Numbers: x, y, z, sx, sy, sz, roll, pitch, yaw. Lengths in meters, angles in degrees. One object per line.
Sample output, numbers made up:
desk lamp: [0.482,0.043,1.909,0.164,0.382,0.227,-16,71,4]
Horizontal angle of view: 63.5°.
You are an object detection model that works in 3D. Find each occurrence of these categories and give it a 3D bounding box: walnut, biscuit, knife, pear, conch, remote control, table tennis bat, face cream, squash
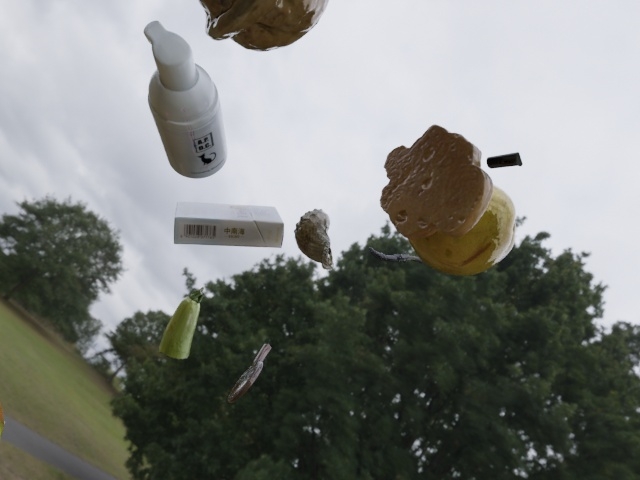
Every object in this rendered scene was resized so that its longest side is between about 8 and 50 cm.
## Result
walnut: [-0.154,-0.686,1.379,0.384,0.383,0.383,32,-27,19]
biscuit: [0.262,-0.133,1.239,0.051,0.269,0.376,26,15,-35]
knife: [0.265,0.058,1.746,0.222,0.045,0.021,11,-39,-23]
pear: [0.420,-0.041,1.541,0.314,0.314,0.314,32,-27,19]
conch: [0.000,0.000,1.522,0.155,0.130,0.207,18,37,-52]
remote control: [0.397,-0.172,1.126,0.091,0.016,0.034,4,-59,63]
table tennis bat: [-0.120,0.332,1.178,0.119,0.170,0.107,43,-51,-8]
face cream: [-0.280,-0.278,1.069,0.145,0.145,0.369,37,-20,10]
squash: [-0.395,0.238,1.532,0.094,0.224,0.094,23,5,-2]

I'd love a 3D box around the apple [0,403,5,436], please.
apple: [-0.641,0.278,0.709,0.340,0.339,0.339,32,-27,19]

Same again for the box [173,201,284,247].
box: [-0.216,-0.039,1.212,0.155,0.243,0.067,-125,-141,-66]
